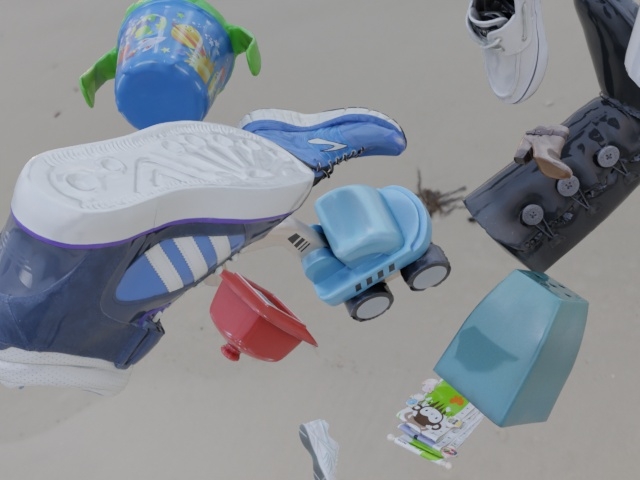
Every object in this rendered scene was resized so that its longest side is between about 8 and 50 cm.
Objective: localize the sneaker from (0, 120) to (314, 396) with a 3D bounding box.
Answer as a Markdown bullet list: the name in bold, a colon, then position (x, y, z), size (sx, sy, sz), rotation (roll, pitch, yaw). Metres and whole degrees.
- **sneaker**: position (-0.159, 0.026, 0.702), size (0.130, 0.323, 0.236), rotation (39, 121, 24)

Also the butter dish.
- **butter dish**: position (-0.112, 0.138, 1.193), size (0.118, 0.160, 0.160), rotation (-52, 45, 1)

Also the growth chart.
- **growth chart**: position (0.237, 0.342, 1.485), size (0.172, 0.021, 0.237), rotation (13, 38, 36)

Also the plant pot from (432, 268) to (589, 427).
- **plant pot**: position (0.350, 0.177, 1.327), size (0.165, 0.165, 0.234), rotation (38, 110, 41)

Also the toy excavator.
- **toy excavator**: position (0.000, 0.000, 1.577), size (0.433, 0.445, 0.222), rotation (-31, 54, 12)

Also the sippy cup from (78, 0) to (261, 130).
- **sippy cup**: position (-0.282, -0.313, 1.415), size (0.305, 0.240, 0.224), rotation (-40, 30, 28)

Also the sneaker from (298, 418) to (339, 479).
- **sneaker**: position (0.012, 0.410, 1.423), size (0.053, 0.061, 0.152), rotation (-32, 75, 59)

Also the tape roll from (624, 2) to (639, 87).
- **tape roll**: position (0.477, -0.211, 0.791), size (0.286, 0.100, 0.286), rotation (1, 36, -1)

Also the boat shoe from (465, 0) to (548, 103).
- **boat shoe**: position (0.222, -0.276, 0.926), size (0.088, 0.267, 0.096), rotation (-35, 51, -24)

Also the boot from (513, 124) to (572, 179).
- **boot**: position (0.367, -0.146, 1.198), size (0.087, 0.042, 0.118), rotation (-46, 46, -17)

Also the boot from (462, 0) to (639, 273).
- **boot**: position (0.431, -0.196, 1.354), size (0.445, 0.367, 0.146), rotation (-42, 9, 23)

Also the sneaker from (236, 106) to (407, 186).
- **sneaker**: position (0.007, -0.167, 1.463), size (0.330, 0.130, 0.147), rotation (-4, 73, -9)
